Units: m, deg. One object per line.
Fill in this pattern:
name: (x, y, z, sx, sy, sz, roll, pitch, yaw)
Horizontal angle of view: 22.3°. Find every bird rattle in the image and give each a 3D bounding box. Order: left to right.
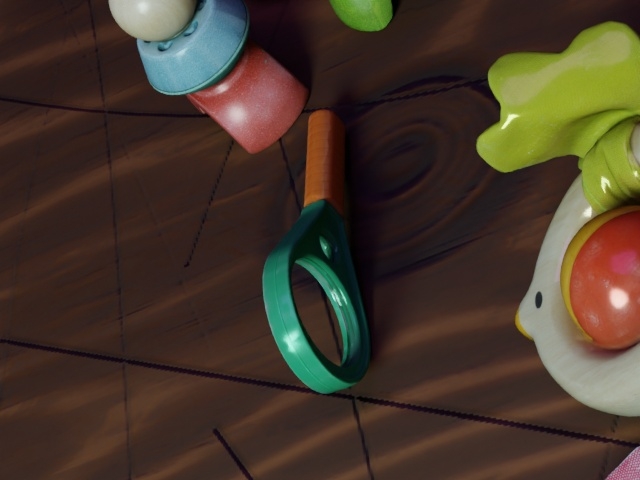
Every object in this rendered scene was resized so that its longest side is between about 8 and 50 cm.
bird rattle: (0.192, -0.003, 0.863, 0.253, 0.143, 0.206, 36, 108, 53)

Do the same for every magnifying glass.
magnifying glass: (0.000, 0.000, 1.035, 0.026, 0.092, 0.231, -24, 39, 26)

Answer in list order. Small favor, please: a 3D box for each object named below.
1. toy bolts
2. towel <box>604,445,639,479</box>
toy bolts: (-0.059, -0.205, 1.158, 0.228, 0.158, 0.218, -51, 45, -6)
towel: (0.154, 0.206, 0.770, 0.144, 0.029, 0.197, -49, 35, 15)
